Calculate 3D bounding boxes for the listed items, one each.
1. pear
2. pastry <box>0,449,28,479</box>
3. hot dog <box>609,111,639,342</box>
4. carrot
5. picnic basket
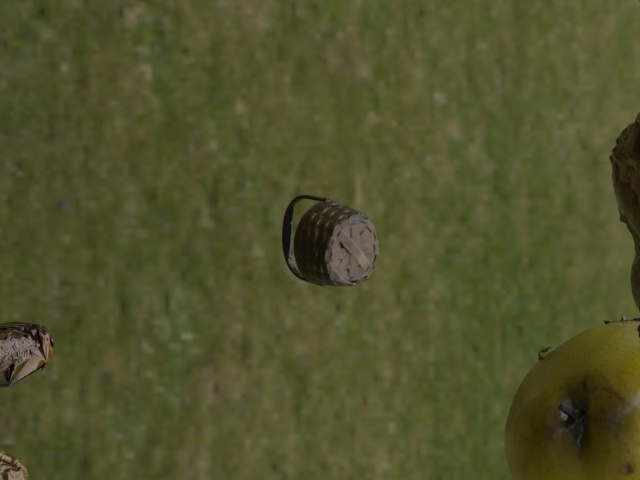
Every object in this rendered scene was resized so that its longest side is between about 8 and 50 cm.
[{"bbox_3d":[0.303,0.193,1.808,0.178,0.267,0.266,32,59,-73],"label":"pear"},{"bbox_3d":[-0.342,0.247,1.812,0.097,0.109,0.057,117,-13,-61],"label":"pastry"},{"bbox_3d":[0.227,0.012,0.967,0.272,0.122,0.196,154,-73,-78],"label":"hot dog"},{"bbox_3d":[-0.339,0.113,1.757,0.229,0.069,0.069,-3,91,-67],"label":"carrot"},{"bbox_3d":[0.000,0.000,1.419,0.072,0.083,0.072,-12,109,-41],"label":"picnic basket"}]
